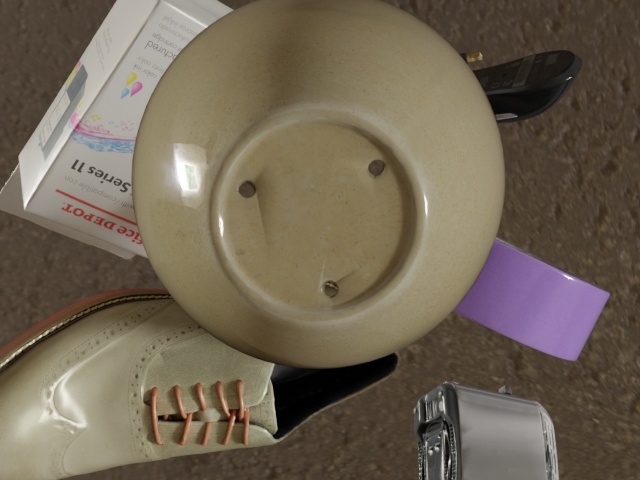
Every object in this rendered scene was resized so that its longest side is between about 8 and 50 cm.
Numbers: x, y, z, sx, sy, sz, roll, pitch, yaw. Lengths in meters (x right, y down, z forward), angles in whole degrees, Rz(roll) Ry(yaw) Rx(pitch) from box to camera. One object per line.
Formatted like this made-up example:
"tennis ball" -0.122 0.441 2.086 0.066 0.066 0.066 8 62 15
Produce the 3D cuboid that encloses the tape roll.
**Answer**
"tape roll" 0.192 0.038 1.142 0.275 0.275 0.090 28 97 24

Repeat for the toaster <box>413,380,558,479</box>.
"toaster" 0.198 0.284 1.177 0.146 0.129 0.227 6 65 -12

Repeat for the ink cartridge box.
"ink cartridge box" -0.198 -0.104 1.105 0.353 0.207 0.119 -51 36 21

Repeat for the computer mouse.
"computer mouse" 0.212 -0.194 1.254 0.262 0.060 0.184 -11 29 24

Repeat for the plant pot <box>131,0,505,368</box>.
"plant pot" -0.003 -0.030 0.667 0.284 0.191 0.284 0 101 1

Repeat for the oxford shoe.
"oxford shoe" -0.112 0.117 0.822 0.146 0.397 0.140 27 128 50
